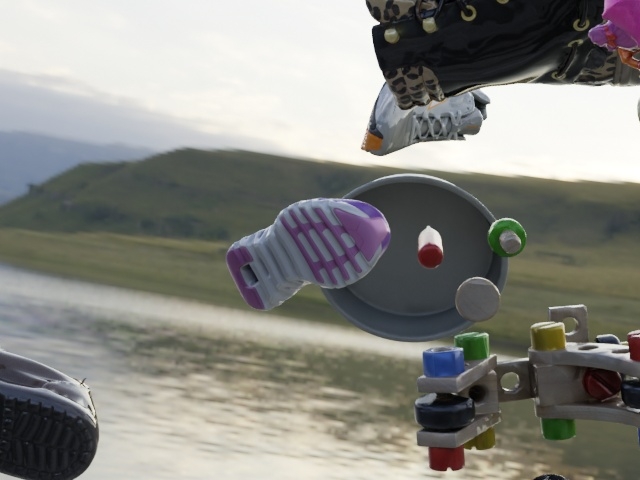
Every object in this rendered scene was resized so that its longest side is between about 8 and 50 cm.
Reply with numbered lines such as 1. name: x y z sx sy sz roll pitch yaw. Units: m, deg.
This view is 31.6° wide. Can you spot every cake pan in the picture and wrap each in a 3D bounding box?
1. cake pan: 0.137 0.022 1.715 0.293 0.293 0.054 9 32 3

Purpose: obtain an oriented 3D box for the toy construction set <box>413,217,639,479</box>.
1. toy construction set: 0.197 0.110 1.142 0.258 0.308 0.237 -31 5 8

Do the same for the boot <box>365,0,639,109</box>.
1. boot: 0.183 -0.272 1.146 0.284 0.138 0.377 -9 -31 12

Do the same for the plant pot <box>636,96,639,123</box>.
1. plant pot: 0.490 -0.172 1.449 0.134 0.134 0.095 10 -34 -20

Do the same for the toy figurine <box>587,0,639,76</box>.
1. toy figurine: 0.256 -0.163 0.811 0.159 0.130 0.173 1 -21 -35

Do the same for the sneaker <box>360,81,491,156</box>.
1. sneaker: 0.152 -0.170 1.519 0.121 0.099 0.262 29 38 16

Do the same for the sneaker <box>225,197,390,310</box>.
1. sneaker: 0.000 0.000 1.178 0.105 0.095 0.236 -28 4 -36

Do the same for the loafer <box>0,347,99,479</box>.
1. loafer: -0.414 0.161 1.242 0.366 0.133 0.130 24 15 -5
